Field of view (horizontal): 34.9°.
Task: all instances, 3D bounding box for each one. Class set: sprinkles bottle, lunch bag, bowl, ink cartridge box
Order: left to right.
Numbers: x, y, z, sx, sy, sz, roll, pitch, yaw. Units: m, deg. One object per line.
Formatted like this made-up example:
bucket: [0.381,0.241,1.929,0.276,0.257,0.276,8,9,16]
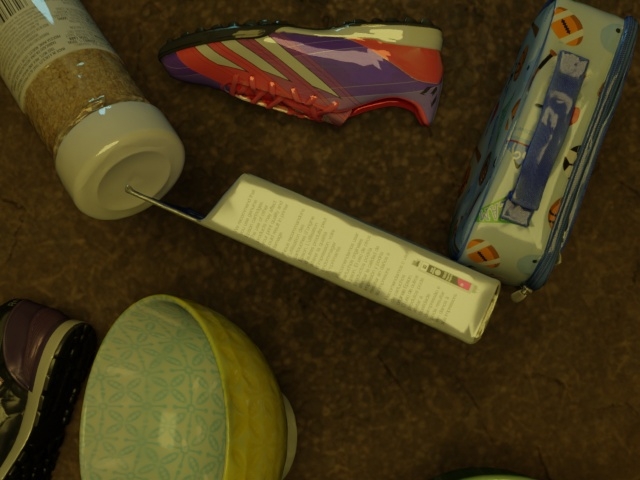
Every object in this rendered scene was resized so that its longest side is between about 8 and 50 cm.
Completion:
sprinkles bottle: [-0.273,-0.184,1.063,0.121,0.121,0.355,-37,62,0]
bowl: [-0.119,0.207,1.079,0.156,0.289,0.290,9,88,-39]
ink cartridge box: [0.000,0.000,1.012,0.330,0.324,0.071,25,90,2]
lunch bag: [0.224,-0.087,1.049,0.115,0.243,0.303,19,88,3]

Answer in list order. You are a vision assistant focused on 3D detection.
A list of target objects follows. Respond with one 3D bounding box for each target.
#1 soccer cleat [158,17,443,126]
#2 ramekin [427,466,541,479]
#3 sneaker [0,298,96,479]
soccer cleat: [-0.022,-0.182,1.132,0.318,0.108,0.116,-2,92,-1]
ramekin: [0.181,0.388,1.083,0.303,0.148,0.303,0,88,2]
sneaker: [-0.360,0.205,1.145,0.124,0.107,0.283,21,85,17]
